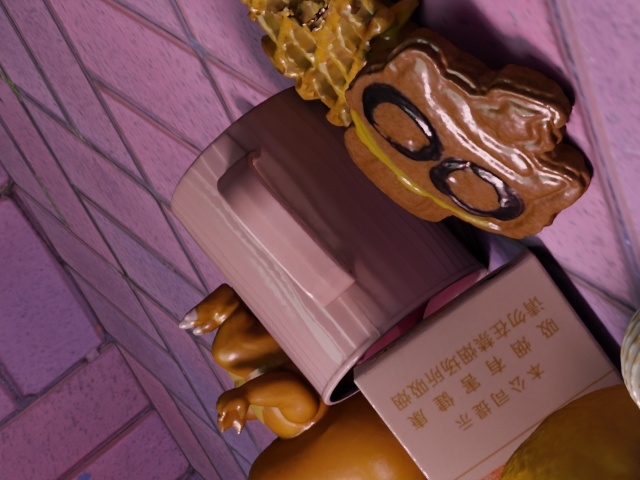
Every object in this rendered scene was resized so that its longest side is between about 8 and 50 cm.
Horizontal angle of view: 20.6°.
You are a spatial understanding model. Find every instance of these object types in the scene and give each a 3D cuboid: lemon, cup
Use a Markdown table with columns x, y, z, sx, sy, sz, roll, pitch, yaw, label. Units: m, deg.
| x | y | z | sx | sy | sz | roll | pitch | yaw | label |
| --- | --- | --- | --- | --- | --- | --- | --- | --- | --- |
| 0.270 | 0.253 | 1.458 | 0.293 | 0.293 | 0.293 | 46 | 164 | 17 | lemon |
| -0.010 | 0.011 | 1.729 | 0.273 | 0.288 | 0.208 | 50 | 126 | 12 | cup |

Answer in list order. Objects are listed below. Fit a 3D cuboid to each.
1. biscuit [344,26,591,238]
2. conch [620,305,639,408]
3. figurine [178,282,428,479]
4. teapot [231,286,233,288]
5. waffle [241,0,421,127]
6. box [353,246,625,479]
| x | y | z | sx | sy | sz | roll | pitch | yaw | label |
| --- | --- | --- | --- | --- | --- | --- | --- | --- | --- |
| 0.116 | -0.077 | 1.461 | 0.208 | 0.041 | 0.290 | 41 | 156 | -10 | biscuit |
| 0.290 | 0.089 | 1.310 | 0.102 | 0.153 | 0.135 | 1 | 121 | 39 | conch |
| 0.013 | 0.199 | 2.091 | 0.387 | 0.268 | 0.401 | 52 | 160 | 6 | figurine |
| -0.061 | 0.093 | 2.369 | 0.173 | 0.116 | 0.116 | 46 | 164 | 17 | teapot |
| 0.001 | -0.190 | 1.591 | 0.293 | 0.069 | 0.259 | 37 | 159 | 45 | waffle |
| 0.217 | 0.210 | 1.635 | 0.365 | 0.205 | 0.051 | 53 | -175 | -8 | box |
